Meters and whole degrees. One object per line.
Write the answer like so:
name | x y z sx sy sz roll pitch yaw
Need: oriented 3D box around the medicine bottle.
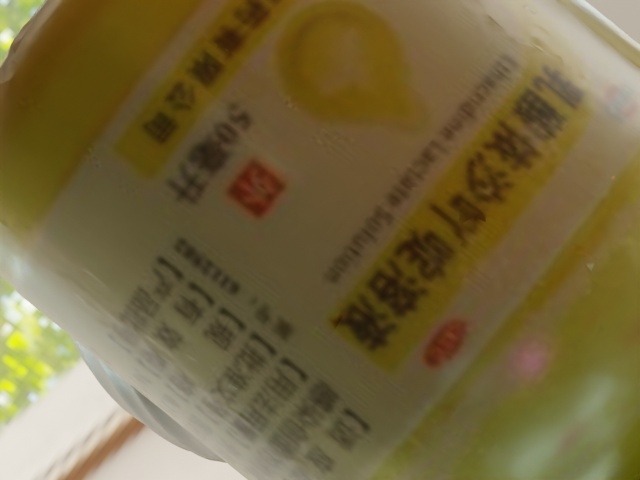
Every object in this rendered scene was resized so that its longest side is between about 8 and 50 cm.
medicine bottle | 0.039 0.015 0.413 0.122 0.212 0.122 -51 178 -3

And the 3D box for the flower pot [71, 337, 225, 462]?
flower pot | 0.000 0.000 0.799 0.243 0.157 0.189 -7 -167 43
